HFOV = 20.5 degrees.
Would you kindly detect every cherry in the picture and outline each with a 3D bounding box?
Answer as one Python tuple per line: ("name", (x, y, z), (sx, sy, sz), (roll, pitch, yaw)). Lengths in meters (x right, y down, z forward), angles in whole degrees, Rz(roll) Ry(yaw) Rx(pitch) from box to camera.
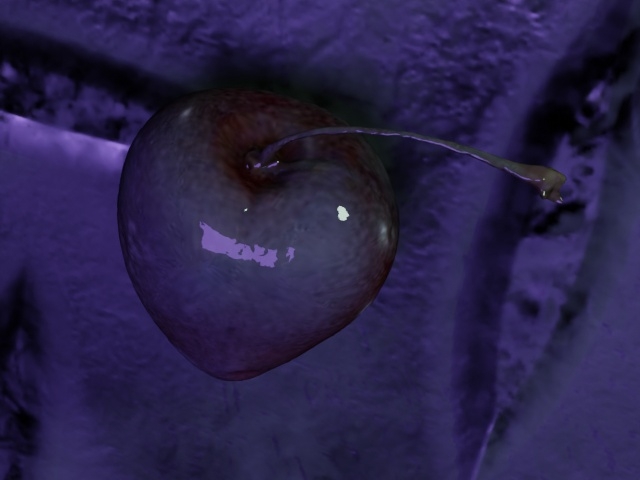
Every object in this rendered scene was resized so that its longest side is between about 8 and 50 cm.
("cherry", (-0.002, 0.007, 0.797), (0.188, 0.115, 0.148), (15, 102, 1))
